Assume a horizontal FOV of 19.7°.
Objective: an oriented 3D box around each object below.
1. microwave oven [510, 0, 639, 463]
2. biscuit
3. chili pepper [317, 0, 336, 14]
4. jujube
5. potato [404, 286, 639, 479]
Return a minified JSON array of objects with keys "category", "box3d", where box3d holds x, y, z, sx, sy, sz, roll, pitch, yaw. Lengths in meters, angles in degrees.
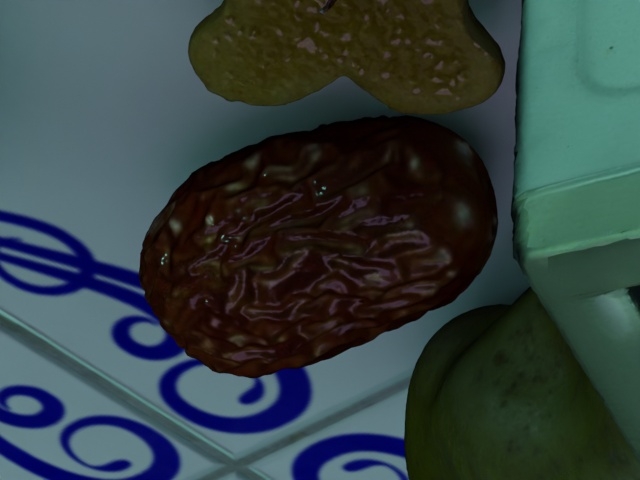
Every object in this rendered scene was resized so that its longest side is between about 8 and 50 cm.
[{"category":"microwave oven","box3d":[0.268,-0.065,0.626,0.355,0.286,0.218,-14,136,22]},{"category":"biscuit","box3d":[0.015,-0.151,0.752,0.158,0.035,0.240,6,132,1]},{"category":"chili pepper","box3d":[0.032,-0.156,0.703,0.045,0.027,0.178,19,132,-2]},{"category":"jujube","box3d":[0.000,0.000,0.892,0.176,0.109,0.112,-23,168,20]},{"category":"potato","box3d":[0.176,0.091,0.905,0.218,0.203,0.351,19,153,-30]}]
